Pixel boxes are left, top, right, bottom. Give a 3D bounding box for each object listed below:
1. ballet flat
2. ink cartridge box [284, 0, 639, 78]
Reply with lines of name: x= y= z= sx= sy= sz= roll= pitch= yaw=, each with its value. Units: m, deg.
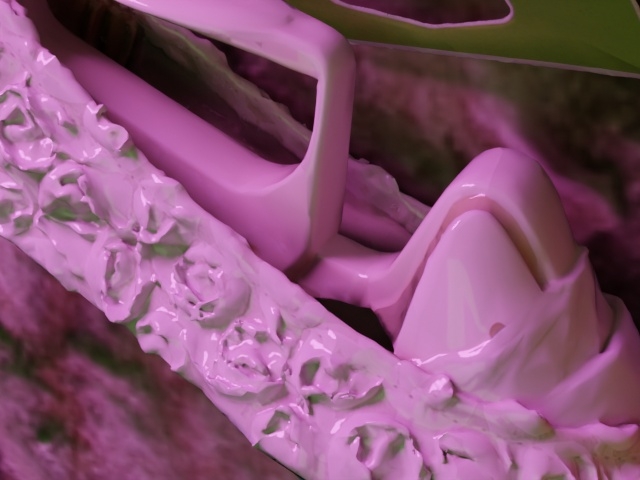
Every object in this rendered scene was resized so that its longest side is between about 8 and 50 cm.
ballet flat: x=0.000 y=0.000 z=0.534 sx=0.409 sy=0.147 sz=0.147 roll=33 pitch=122 yaw=10
ink cartridge box: x=0.008 y=-0.169 z=0.464 sx=0.188 sy=0.097 sz=0.255 roll=12 pitch=156 yaw=35
